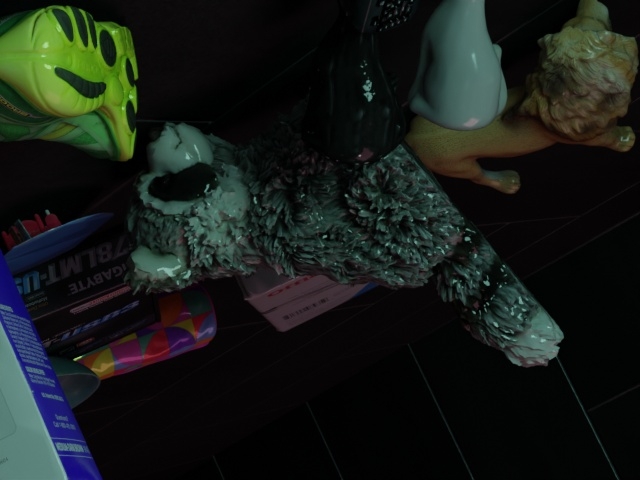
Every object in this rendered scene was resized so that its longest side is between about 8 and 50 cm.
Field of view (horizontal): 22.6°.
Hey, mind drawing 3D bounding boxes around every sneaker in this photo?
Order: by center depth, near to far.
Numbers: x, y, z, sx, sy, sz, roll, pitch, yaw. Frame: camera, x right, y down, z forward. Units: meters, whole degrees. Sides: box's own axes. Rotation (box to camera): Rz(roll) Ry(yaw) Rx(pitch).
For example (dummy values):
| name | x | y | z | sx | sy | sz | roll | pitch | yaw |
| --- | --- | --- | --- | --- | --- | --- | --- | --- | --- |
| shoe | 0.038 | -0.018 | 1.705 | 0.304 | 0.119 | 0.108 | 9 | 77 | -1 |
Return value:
| name | x | y | z | sx | sy | sz | roll | pitch | yaw |
| --- | --- | --- | --- | --- | --- | --- | --- | --- | --- |
| sneaker | -0.216 | -0.127 | 1.266 | 0.123 | 0.110 | 0.295 | -1 | 173 | 7 |

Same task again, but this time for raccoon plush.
| name | x | y | z | sx | sy | sz | roll | pitch | yaw |
| --- | --- | --- | --- | --- | --- | --- | --- | --- | --- |
| raccoon plush | 0.003 | 0.035 | 1.628 | 0.299 | 0.446 | 0.216 | -40 | 180 | 6 |

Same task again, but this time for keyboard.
| name | x | y | z | sx | sy | sz | roll | pitch | yaw |
| --- | --- | --- | --- | --- | --- | --- | --- | --- | --- |
| keyboard | 0.071 | -0.239 | 1.289 | 0.100 | 0.038 | 0.192 | -19 | 141 | -33 |

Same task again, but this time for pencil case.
| name | x | y | z | sx | sy | sz | roll | pitch | yaw |
| --- | --- | --- | --- | --- | --- | --- | --- | --- | --- |
| pencil case | -0.260 | 0.135 | 2.217 | 0.236 | 0.104 | 0.104 | -22 | 167 | -20 |

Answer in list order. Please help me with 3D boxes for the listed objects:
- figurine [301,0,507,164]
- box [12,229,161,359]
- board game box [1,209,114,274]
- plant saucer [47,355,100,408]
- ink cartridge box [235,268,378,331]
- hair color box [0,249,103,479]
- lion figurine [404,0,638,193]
| name | x | y | z | sx | sy | sz | roll | pitch | yaw |
| --- | --- | --- | --- | --- | --- | --- | --- | --- | --- |
| figurine | 0.087 | -0.194 | 1.443 | 0.214 | 0.092 | 0.210 | -19 | 128 | -34 |
| box | -0.346 | 0.100 | 1.971 | 0.295 | 0.073 | 0.293 | -23 | 169 | -10 |
| board game box | -0.301 | -0.005 | 1.712 | 0.133 | 0.033 | 0.168 | -22 | 173 | -39 |
| plant saucer | -0.433 | 0.215 | 2.016 | 0.317 | 0.044 | 0.317 | -21 | 166 | -5 |
| ink cartridge box | 0.000 | 0.000 | 2.095 | 0.223 | 0.129 | 0.307 | -25 | 168 | 1 |
| hair color box | -0.332 | 0.084 | 1.291 | 0.185 | 0.339 | 0.110 | -26 | 169 | 4 |
| lion figurine | 0.226 | -0.144 | 1.940 | 0.392 | 0.142 | 0.240 | -27 | 161 | 29 |
